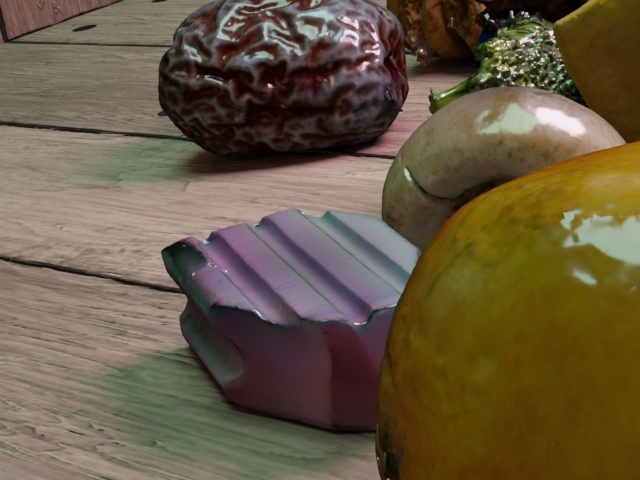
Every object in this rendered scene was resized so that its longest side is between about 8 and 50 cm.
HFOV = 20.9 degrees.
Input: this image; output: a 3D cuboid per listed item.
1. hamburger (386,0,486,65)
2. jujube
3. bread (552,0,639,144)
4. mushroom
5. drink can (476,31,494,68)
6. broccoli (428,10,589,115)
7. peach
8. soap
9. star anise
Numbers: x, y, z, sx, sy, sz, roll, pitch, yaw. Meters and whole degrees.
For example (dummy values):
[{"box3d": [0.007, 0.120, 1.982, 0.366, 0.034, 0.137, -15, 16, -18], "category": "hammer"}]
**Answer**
[{"box3d": [0.216, -0.352, 2.406, 0.211, 0.245, 0.260, 20, 75, 44], "category": "hamburger"}, {"box3d": [-0.044, -0.211, 2.181, 0.317, 0.226, 0.226, 1, 22, 21], "category": "jujube"}, {"box3d": [0.438, -0.226, 1.648, 0.361, 0.245, 0.233, -30, 5, 38], "category": "bread"}, {"box3d": [0.166, -0.041, 1.567, 0.253, 0.189, 0.195, -7, 16, 23], "category": "mushroom"}, {"box3d": [0.260, -0.217, 2.135, 0.118, 0.118, 0.205, -13, 17, -3], "category": "drink can"}, {"box3d": [0.206, -0.142, 1.828, 0.176, 0.198, 0.226, -7, 22, -19], "category": "broccoli"}, {"box3d": [0.214, 0.092, 0.985, 0.372, 0.290, 0.373, -9, 23, 4], "category": "peach"}, {"box3d": [-0.004, 0.064, 1.490, 0.192, 0.109, 0.324, -17, 18, -13], "category": "soap"}, {"box3d": [0.250, -0.285, 1.852, 0.177, 0.234, 0.073, 7, 46, -9], "category": "star anise"}]
